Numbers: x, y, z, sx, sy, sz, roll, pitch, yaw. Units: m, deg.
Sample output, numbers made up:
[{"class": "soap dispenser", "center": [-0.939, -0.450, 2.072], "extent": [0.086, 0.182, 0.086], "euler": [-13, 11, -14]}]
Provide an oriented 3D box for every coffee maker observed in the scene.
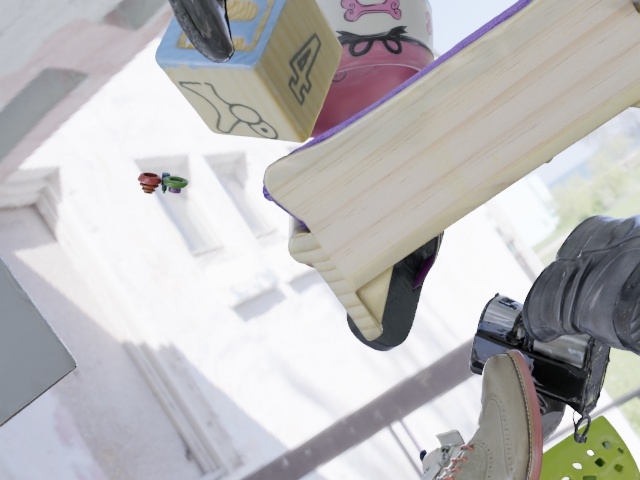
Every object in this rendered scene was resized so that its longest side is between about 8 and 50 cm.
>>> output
[{"class": "coffee maker", "center": [0.311, 0.180, 1.291], "extent": [0.120, 0.178, 0.171], "euler": [29, -101, -55]}]

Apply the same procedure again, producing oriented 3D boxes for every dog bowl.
[{"class": "dog bowl", "center": [0.042, -0.337, 1.767], "extent": [0.407, 0.150, 0.408], "euler": [-13, -14, -3]}]

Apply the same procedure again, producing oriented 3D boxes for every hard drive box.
[{"class": "hard drive box", "center": [-0.333, 0.039, 0.767], "extent": [0.089, 0.232, 0.181], "euler": [-40, 17, -29]}]

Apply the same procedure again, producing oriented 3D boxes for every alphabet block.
[{"class": "alphabet block", "center": [-0.104, -0.287, 1.373], "extent": [0.194, 0.192, 0.197], "euler": [-68, -29, -20]}]

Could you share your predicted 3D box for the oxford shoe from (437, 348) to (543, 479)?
[{"class": "oxford shoe", "center": [0.201, 0.300, 1.122], "extent": [0.130, 0.348, 0.123], "euler": [8, -23, -1]}]

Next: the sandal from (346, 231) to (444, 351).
[{"class": "sandal", "center": [0.175, 0.015, 1.770], "extent": [0.107, 0.167, 0.446], "euler": [-44, 24, 50]}]

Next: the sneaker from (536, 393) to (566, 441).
[{"class": "sneaker", "center": [0.310, 0.266, 1.348], "extent": [0.229, 0.086, 0.132], "euler": [-47, -25, -23]}]

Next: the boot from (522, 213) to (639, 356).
[{"class": "boot", "center": [0.371, -0.018, 0.964], "extent": [0.338, 0.118, 0.222], "euler": [-41, 13, -12]}]

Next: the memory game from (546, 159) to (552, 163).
[{"class": "memory game", "center": [0.354, -0.206, 1.452], "extent": [0.186, 0.186, 0.012], "euler": [-31, 29, -29]}]

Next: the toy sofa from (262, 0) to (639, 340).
[{"class": "toy sofa", "center": [0.130, -0.093, 0.782], "extent": [0.362, 0.177, 0.150], "euler": [-35, 13, 8]}]

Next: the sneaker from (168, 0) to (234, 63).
[{"class": "sneaker", "center": [-0.149, -0.369, 1.137], "extent": [0.130, 0.286, 0.109], "euler": [-18, -4, -3]}]

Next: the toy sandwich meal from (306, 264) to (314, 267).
[{"class": "toy sandwich meal", "center": [0.000, 0.000, 1.264], "extent": [0.085, 0.086, 0.029], "euler": [-32, 30, -15]}]

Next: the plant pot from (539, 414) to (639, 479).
[{"class": "plant pot", "center": [0.536, 0.522, 1.760], "extent": [0.228, 0.207, 0.227], "euler": [-31, -40, -12]}]

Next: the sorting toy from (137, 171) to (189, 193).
[{"class": "sorting toy", "center": [-0.312, -0.107, 1.769], "extent": [0.061, 0.101, 0.042], "euler": [-80, 0, -70]}]

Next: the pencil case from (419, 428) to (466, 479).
[{"class": "pencil case", "center": [0.188, 0.500, 1.339], "extent": [0.160, 0.183, 0.410], "euler": [-28, 28, 41]}]
